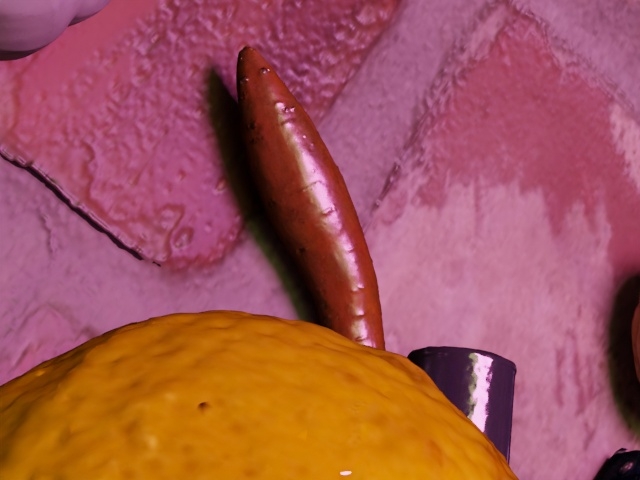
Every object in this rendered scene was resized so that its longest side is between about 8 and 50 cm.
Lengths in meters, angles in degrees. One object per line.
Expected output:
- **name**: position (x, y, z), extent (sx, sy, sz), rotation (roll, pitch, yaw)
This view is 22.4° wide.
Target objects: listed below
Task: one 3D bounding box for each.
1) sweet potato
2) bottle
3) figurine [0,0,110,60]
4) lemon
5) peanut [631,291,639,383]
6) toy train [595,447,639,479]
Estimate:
- **sweet potato**: position (0.001, 0.000, 1.023), extent (0.057, 0.057, 0.264), rotation (-24, 91, -35)
- **bottle**: position (0.082, 0.192, 1.007), extent (0.082, 0.072, 0.244), rotation (14, 70, -18)
- **figurine**: position (-0.214, -0.211, 0.899), extent (0.176, 0.133, 0.236), rotation (-40, 97, -25)
- **lemon**: position (-0.057, 0.217, 0.751), extent (0.350, 0.350, 0.387), rotation (54, 49, -8)
- **peanut**: position (0.289, 0.113, 1.144), extent (0.120, 0.110, 0.236), rotation (-17, 93, -64)
- **toy train**: position (0.151, 0.307, 1.011), extent (0.089, 0.086, 0.409), rotation (45, 58, -17)
